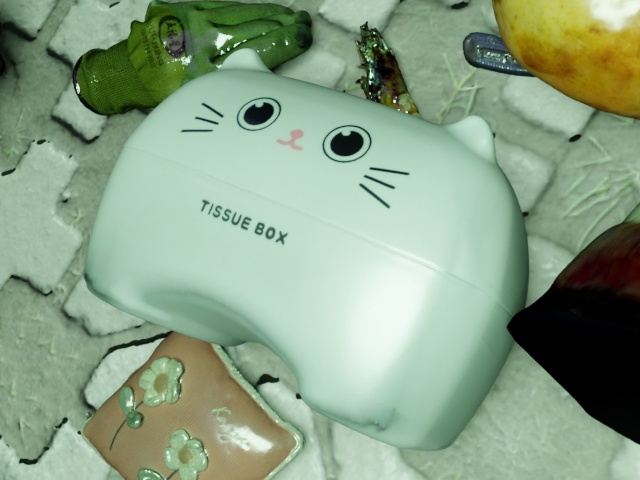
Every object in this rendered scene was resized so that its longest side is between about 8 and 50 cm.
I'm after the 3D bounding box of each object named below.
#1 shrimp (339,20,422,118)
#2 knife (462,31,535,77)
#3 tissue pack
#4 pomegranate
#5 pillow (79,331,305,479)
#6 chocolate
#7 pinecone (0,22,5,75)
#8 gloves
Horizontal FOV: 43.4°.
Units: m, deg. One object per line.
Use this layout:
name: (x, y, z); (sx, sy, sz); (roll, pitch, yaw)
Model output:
shrimp: (0.045, -0.136, 0.772); (0.091, 0.034, 0.161); (-20, 71, 19)
knife: (0.185, -0.164, 0.729); (0.121, 0.018, 0.031); (18, 86, 24)
tissue pack: (0.000, 0.000, 0.648); (0.333, 0.229, 0.236); (23, 84, 26)
pomegranate: (0.239, -0.195, 0.616); (0.215, 0.215, 0.215); (-6, 75, 22)
pillow: (-0.125, 0.180, 0.744); (0.171, 0.075, 0.179); (-47, 66, 6)
chocolate: (0.293, 0.048, 0.516); (0.284, 0.283, 0.186); (24, 72, 26)
pinecone: (-0.538, -0.201, 0.861); (0.398, 0.398, 0.397); (-6, 75, 22)
gloves: (-0.135, -0.186, 0.828); (0.268, 0.107, 0.135); (-11, 104, 18)
